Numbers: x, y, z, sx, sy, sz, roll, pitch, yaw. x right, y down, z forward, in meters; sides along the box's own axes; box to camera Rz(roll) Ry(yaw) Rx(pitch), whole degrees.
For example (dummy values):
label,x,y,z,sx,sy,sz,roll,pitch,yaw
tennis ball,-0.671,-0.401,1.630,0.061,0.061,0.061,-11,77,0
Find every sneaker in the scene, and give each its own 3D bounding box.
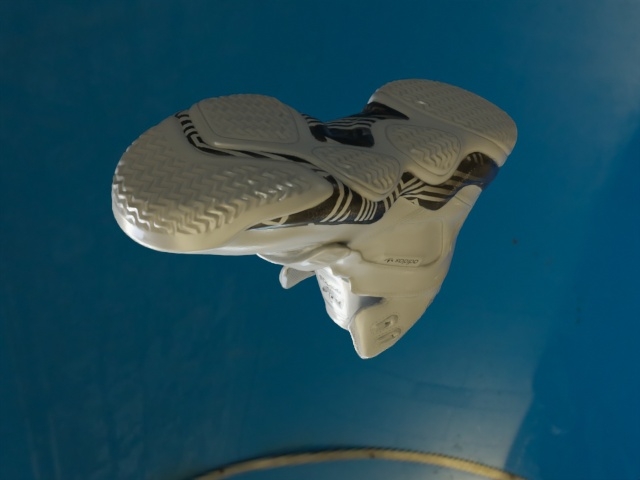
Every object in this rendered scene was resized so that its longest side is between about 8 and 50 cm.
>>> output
label,x,y,z,sx,sy,sz,roll,pitch,yaw
sneaker,0.000,0.000,0.694,0.365,0.137,0.210,-17,-46,-42
